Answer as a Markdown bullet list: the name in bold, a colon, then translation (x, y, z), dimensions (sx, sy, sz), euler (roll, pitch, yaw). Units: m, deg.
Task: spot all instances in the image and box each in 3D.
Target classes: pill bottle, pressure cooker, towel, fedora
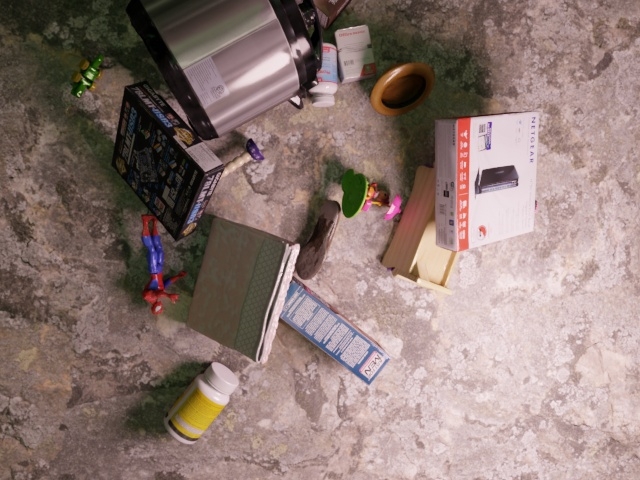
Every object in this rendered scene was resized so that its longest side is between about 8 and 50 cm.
- **pill bottle**: translation (0.005, -0.466, 1.303), dimensions (0.087, 0.087, 0.160), euler (-3, 94, -5)
- **pressure cooker**: translation (-0.197, -0.487, 1.133), dimensions (0.420, 0.370, 0.376), euler (-31, 79, -4)
- **towel**: translation (-0.225, 0.125, 1.248), dimensions (0.316, 0.053, 0.332), euler (17, 92, 36)
- **pill bottle**: translation (-0.337, 0.460, 1.315), dimensions (0.119, 0.119, 0.209), euler (40, 90, -7)
- **fedora**: translation (0.226, -0.446, 1.313), dimensions (0.194, 0.194, 0.079), euler (-17, 58, -4)

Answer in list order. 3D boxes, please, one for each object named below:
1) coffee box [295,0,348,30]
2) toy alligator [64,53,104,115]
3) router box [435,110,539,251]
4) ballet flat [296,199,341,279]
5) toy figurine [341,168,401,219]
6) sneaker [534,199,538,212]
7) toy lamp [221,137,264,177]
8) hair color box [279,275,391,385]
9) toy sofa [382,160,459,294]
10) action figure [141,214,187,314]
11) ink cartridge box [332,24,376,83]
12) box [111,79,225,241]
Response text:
- **coffee box**: translation (-0.029, -0.733, 1.277), dimensions (0.246, 0.098, 0.141), euler (39, 90, -7)
- **toy alligator**: translation (-0.656, -0.433, 1.263), dimensions (0.051, 0.056, 0.190), euler (33, 92, 35)
- **router box**: translation (0.444, -0.166, 1.228), dimensions (0.300, 0.082, 0.336), euler (-13, 108, -27)
- **ballet flat**: translation (0.000, 0.000, 1.352), dimensions (0.084, 0.058, 0.250), euler (22, 94, 19)
- **toy figurine**: translation (0.155, -0.123, 1.335), dimensions (0.159, 0.173, 0.130), euler (14, 126, -25)
- **sneaker**: translation (0.618, -0.081, 1.413), dimensions (0.057, 0.047, 0.119), euler (33, 89, 5)
- **toy lamp**: translation (-0.288, -0.183, 1.299), dimensions (0.274, 0.080, 0.080), euler (-34, 96, -2)
- **hair color box**: translation (0.021, 0.246, 1.308), dimensions (0.347, 0.174, 0.105), euler (39, 88, -7)
- **toy sofa**: translation (0.339, -0.040, 1.350), dimensions (0.150, 0.177, 0.363), euler (20, 91, -30)
- **action figure**: translation (-0.430, 0.071, 1.288), dimensions (0.138, 0.091, 0.281), euler (4, 94, 12)
- **ink cartridge box**: translation (0.097, -0.533, 1.323), dimensions (0.099, 0.056, 0.136), euler (-12, 95, -5)
- **box**: translation (-0.400, -0.190, 1.169), dimensions (0.293, 0.295, 0.073), euler (48, 46, 8)
